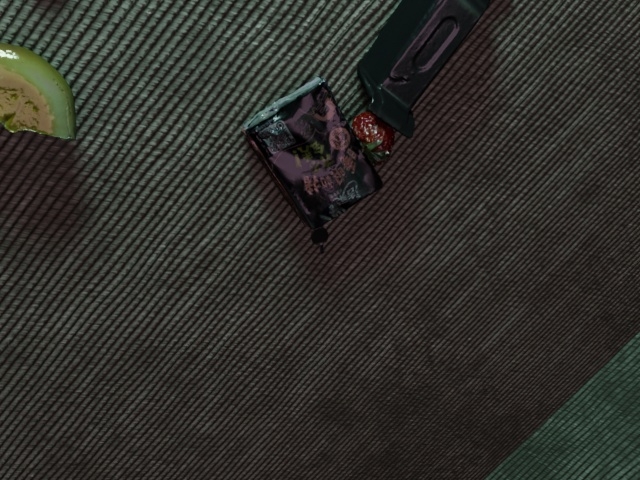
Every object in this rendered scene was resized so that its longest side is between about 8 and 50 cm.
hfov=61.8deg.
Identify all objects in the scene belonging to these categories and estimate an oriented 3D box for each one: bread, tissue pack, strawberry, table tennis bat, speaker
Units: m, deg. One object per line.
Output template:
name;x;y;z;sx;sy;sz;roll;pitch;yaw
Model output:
bread;-0.612;-0.310;1.107;0.156;0.158;0.261;-40;120;-8
tissue pack;-0.017;-0.212;1.352;0.245;0.123;0.332;-32;117;5
strawberry;0.140;-0.261;1.317;0.085;0.192;0.140;-26;89;25
table tennis bat;0.000;0.000;1.520;0.050;0.007;0.083;-15;117;-11
speaker;0.251;-0.458;1.261;0.180;0.184;0.388;26;110;-26
